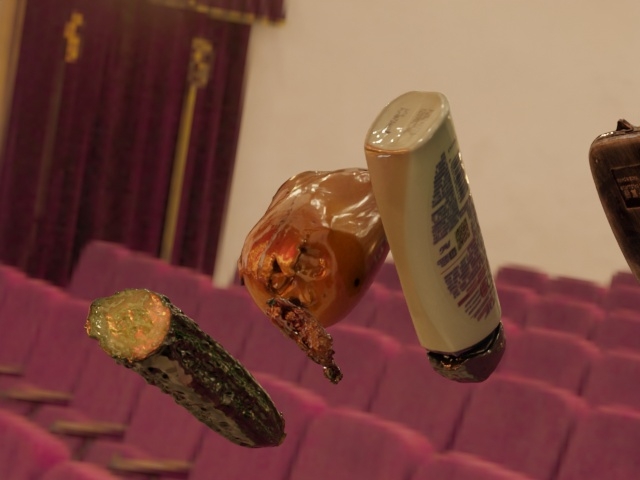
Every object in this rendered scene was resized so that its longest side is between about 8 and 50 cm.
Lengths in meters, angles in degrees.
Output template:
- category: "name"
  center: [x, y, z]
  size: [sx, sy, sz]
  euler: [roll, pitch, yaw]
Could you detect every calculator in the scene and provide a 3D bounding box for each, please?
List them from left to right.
- category: "calculator"
  center: [0.386, -0.015, 1.664]
  size: [0.040, 0.268, 0.177]
  euler: [-30, 9, -26]

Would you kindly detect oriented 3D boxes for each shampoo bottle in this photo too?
- category: "shampoo bottle"
  center: [0.129, 0.016, 1.661]
  size: [0.078, 0.359, 0.134]
  euler: [9, 46, 31]

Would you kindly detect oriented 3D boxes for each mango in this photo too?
- category: "mango"
  center: [0.000, 0.000, 1.807]
  size: [0.153, 0.201, 0.287]
  euler: [36, 33, -5]

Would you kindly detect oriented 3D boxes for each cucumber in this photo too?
- category: "cucumber"
  center: [-0.113, 0.123, 1.386]
  size: [0.077, 0.077, 0.265]
  euler: [10, -23, 34]

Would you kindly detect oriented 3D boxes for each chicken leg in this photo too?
- category: "chicken leg"
  center: [-0.008, 0.072, 1.097]
  size: [0.083, 0.021, 0.036]
  euler: [47, -32, -10]
